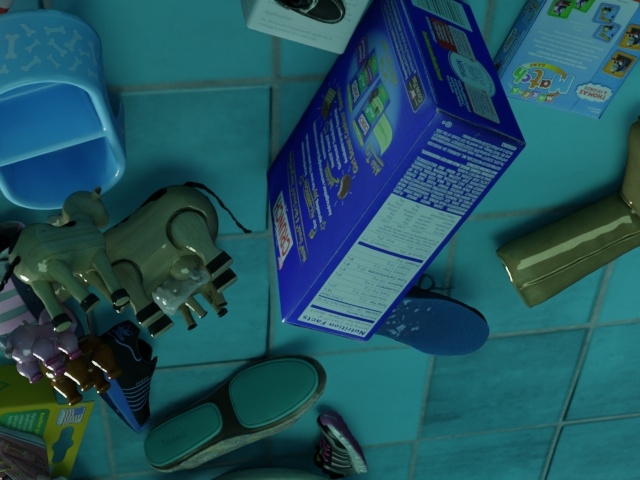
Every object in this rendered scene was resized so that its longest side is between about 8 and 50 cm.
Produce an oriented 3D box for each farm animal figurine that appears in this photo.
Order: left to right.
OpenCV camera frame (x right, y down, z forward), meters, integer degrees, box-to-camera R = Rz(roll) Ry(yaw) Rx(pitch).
[{"bbox_3d":[-0.246,0.029,1.301,0.327,0.172,0.330,-31,164,-25],"label":"farm animal figurine"}]

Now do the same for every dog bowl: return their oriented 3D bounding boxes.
[{"bbox_3d":[-0.292,-0.125,1.188,0.166,0.074,0.297,-17,158,-7],"label":"dog bowl"}]

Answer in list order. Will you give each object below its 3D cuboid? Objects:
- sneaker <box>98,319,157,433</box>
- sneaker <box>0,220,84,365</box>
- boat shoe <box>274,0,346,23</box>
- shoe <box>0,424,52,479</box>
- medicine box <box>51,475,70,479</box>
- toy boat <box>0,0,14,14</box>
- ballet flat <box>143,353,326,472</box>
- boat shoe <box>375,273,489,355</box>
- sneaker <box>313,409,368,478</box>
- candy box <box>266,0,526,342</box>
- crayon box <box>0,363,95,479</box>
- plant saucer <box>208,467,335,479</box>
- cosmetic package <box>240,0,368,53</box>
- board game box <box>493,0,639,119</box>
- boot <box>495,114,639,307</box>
[{"bbox_3d":[-0.265,0.194,1.573,0.090,0.081,0.232,-43,156,-18],"label":"sneaker"},{"bbox_3d":[-0.382,0.047,1.379,0.131,0.112,0.319,-31,134,19],"label":"sneaker"},{"bbox_3d":[-0.023,-0.248,1.114,0.125,0.038,0.046,32,120,-33],"label":"boat shoe"},{"bbox_3d":[-0.431,0.293,1.486,0.063,0.081,0.178,-44,140,19],"label":"shoe"},{"bbox_3d":[-0.458,0.484,1.698,0.264,0.149,0.289,-15,155,1],"label":"medicine box"},{"bbox_3d":[-0.341,-0.269,1.054,0.151,0.151,0.231,23,124,-31],"label":"toy boat"},{"bbox_3d":[-0.116,0.258,1.671,0.316,0.107,0.106,-24,154,17],"label":"ballet flat"},{"bbox_3d":[0.117,0.085,1.558,0.258,0.089,0.109,20,113,-23],"label":"boat shoe"},{"bbox_3d":[0.019,0.333,1.785,0.075,0.063,0.170,-25,139,3],"label":"sneaker"},{"bbox_3d":[0.065,-0.088,1.245,0.122,0.268,0.317,19,127,-24],"label":"candy box"},{"bbox_3d":[-0.497,0.270,1.554,0.323,0.083,0.203,-1,135,-30],"label":"crayon box"},{"bbox_3d":[-0.111,0.480,1.871,0.401,0.100,0.400,-6,134,-7],"label":"plant saucer"},{"bbox_3d":[0.011,-0.315,1.144,0.117,0.085,0.231,12,127,-23],"label":"cosmetic package"},{"bbox_3d":[0.310,-0.247,1.311,0.160,0.039,0.211,10,130,-22],"label":"board game box"},{"bbox_3d":[0.361,-0.029,1.501,0.270,0.089,0.236,-26,133,14],"label":"boot"}]
